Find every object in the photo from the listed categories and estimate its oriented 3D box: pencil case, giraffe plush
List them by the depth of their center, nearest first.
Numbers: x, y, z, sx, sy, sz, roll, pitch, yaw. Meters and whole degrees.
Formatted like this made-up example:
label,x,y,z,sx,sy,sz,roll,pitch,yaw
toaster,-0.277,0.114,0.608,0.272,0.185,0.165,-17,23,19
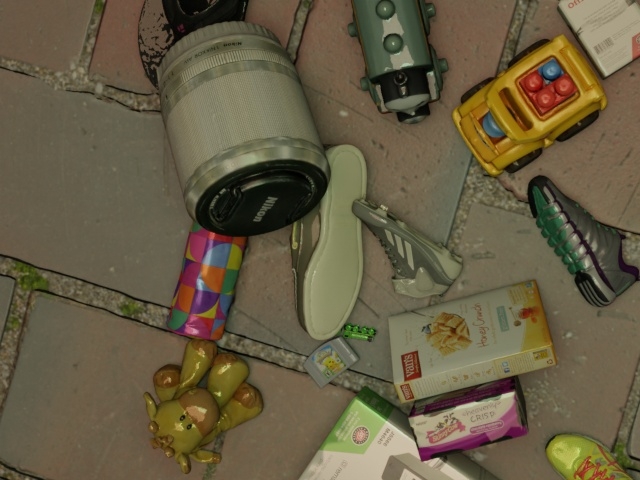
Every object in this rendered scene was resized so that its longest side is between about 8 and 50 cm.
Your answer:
label,x,y,z,sx,sy,sz,roll,pitch,yaw
giraffe plush,-0.207,0.271,1.861,0.181,0.170,0.210,32,96,7
pencil case,-0.176,0.040,1.891,0.104,0.104,0.236,15,92,9

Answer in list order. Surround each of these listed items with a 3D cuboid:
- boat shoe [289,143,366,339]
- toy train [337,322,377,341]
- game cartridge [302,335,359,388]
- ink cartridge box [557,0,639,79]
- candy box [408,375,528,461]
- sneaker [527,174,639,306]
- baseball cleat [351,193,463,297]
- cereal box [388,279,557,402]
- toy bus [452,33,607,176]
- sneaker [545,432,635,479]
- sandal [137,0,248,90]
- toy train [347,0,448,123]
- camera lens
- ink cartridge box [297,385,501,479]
label,x,y,z,sx,sy,sz,roll,pitch,yaw
boat shoe,0.004,0.000,1.857,0.091,0.109,0.305,10,95,50
toy train,0.049,0.145,1.894,0.083,0.017,0.024,10,103,9
game cartridge,0.014,0.192,1.895,0.083,0.017,0.056,-40,87,16
ink cartridge box,0.435,-0.327,1.798,0.099,0.056,0.135,-32,87,8
candy box,0.221,0.250,1.757,0.159,0.233,0.071,-16,90,9
sneaker,0.404,-0.012,1.814,0.098,0.083,0.224,-30,89,-14
baseball cleat,0.120,0.020,1.830,0.205,0.072,0.109,31,98,-10
cereal box,0.224,0.150,1.789,0.240,0.173,0.047,-15,121,9
toy bus,0.307,-0.200,1.746,0.220,0.211,0.149,-34,87,10
sneaker,0.433,0.368,1.796,0.208,0.094,0.081,36,98,8
sandal,-0.170,-0.438,1.871,0.167,0.107,0.446,27,96,8
toy train,0.102,-0.342,1.786,0.142,0.190,0.334,-11,89,10
camera lens,-0.117,-0.160,1.775,0.219,0.219,0.274,-23,62,9
ink cartridge box,0.119,0.388,1.837,0.272,0.115,0.198,34,96,7
